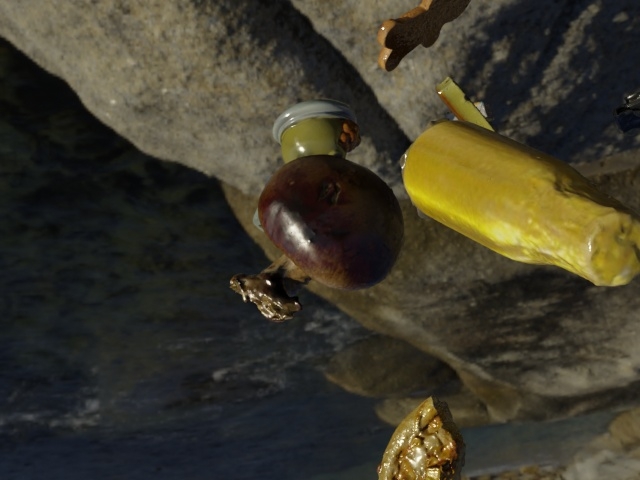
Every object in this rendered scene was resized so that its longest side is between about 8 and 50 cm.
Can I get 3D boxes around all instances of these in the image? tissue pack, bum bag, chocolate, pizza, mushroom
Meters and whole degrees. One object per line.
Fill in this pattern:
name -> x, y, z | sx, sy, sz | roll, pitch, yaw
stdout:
tissue pack -> 0.402, -0.335, 2.102 | 0.109, 0.060, 0.148 | -17, -179, 21
bum bag -> 0.844, -0.355, 1.924 | 0.248, 0.060, 0.123 | -35, 140, 22
chocolate -> 0.251, -0.040, 0.989 | 0.162, 0.162, 0.445 | -2, -162, -15
pizza -> 0.176, 0.374, 1.302 | 0.182, 0.161, 0.062 | -49, 149, 15
mushroom -> 0.017, 0.003, 1.730 | 0.334, 0.331, 0.356 | -30, 134, -45

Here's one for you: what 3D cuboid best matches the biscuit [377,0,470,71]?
biscuit -> 0.212, -0.450, 1.590 | 0.250, 0.036, 0.165 | -37, 160, -13

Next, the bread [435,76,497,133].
bread -> 0.345, -0.266, 1.743 | 0.049, 0.226, 0.088 | -40, -167, 12

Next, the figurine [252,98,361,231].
figurine -> -0.043, -0.196, 1.906 | 0.205, 0.381, 0.225 | 41, 138, -23
